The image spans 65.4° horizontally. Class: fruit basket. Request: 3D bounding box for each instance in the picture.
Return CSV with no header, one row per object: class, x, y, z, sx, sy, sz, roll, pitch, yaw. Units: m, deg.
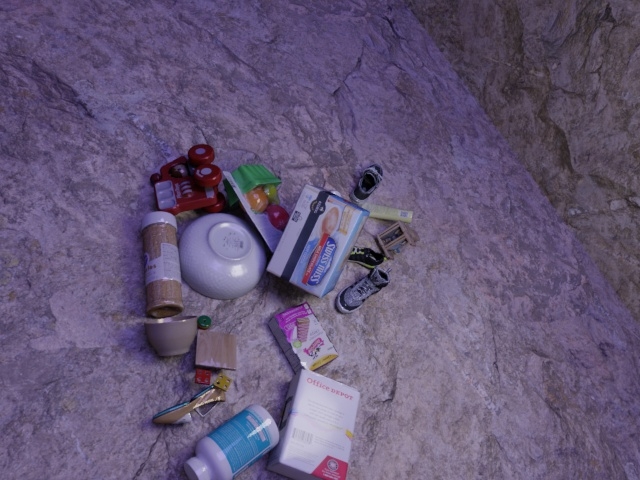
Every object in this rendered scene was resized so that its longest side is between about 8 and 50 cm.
fruit basket,-0.223,-0.121,1.947,0.353,0.165,0.327,62,21,0

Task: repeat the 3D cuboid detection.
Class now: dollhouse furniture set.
dollhouse furniture set,0.366,0.007,2.263,0.184,0.129,0.129,16,46,-58

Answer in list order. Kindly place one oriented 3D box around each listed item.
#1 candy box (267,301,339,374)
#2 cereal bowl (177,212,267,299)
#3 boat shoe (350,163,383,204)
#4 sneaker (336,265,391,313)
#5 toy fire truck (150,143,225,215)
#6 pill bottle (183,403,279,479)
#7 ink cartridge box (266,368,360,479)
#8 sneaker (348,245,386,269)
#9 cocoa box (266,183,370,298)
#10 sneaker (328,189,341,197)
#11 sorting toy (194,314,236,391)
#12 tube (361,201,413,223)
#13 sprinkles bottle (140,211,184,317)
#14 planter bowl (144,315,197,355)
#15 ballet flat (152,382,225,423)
candy box,-0.062,0.355,1.789,0.159,0.071,0.233,-20,70,-38
cereal bowl,-0.345,0.034,1.807,0.339,0.141,0.339,15,52,-19
boat shoe,0.238,-0.296,2.385,0.113,0.105,0.306,39,47,3
sneaker,0.179,0.185,1.988,0.268,0.153,0.101,-30,76,-40
toy fire truck,-0.505,-0.220,1.875,0.254,0.169,0.302,-14,49,-15
pill bottle,-0.260,0.606,1.452,0.264,0.146,0.146,-25,73,-39
ink cartridge box,-0.017,0.606,1.600,0.226,0.131,0.306,26,48,-11
sneaker,0.171,0.048,2.115,0.235,0.097,0.084,19,51,-17
cocoa box,0.000,0.000,1.820,0.228,0.347,0.231,27,8,11
sneaker,0.055,-0.056,1.999,0.111,0.129,0.297,3,89,-21
sorting toy,-0.343,0.373,1.621,0.132,0.046,0.274,13,40,-21
tube,0.306,-0.128,2.309,0.240,0.062,0.070,11,7,9
sprinkles bottle,-0.534,0.077,1.681,0.121,0.121,0.355,2,58,-28
planter bowl,-0.464,0.300,1.560,0.162,0.162,0.109,-3,88,-31
ballet flat,-0.385,0.507,1.499,0.232,0.080,0.073,-21,83,-37
